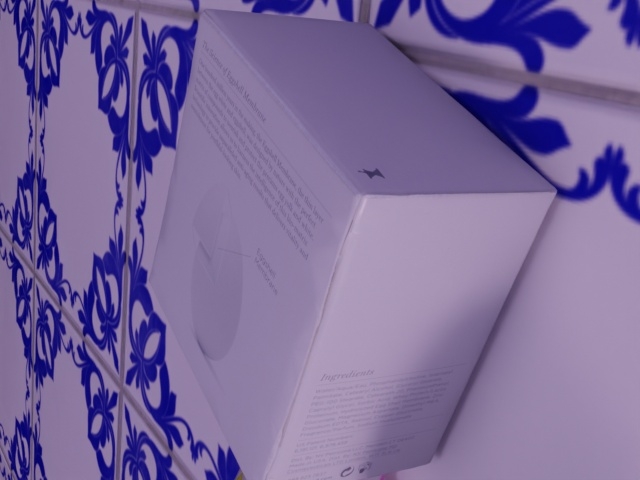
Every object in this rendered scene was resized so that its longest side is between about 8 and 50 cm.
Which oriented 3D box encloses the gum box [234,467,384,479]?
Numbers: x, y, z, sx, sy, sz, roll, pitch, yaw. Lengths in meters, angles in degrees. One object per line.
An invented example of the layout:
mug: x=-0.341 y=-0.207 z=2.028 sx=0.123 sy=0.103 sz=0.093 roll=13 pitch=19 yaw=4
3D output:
gum box: x=-0.034 y=0.222 z=0.648 sx=0.107 sy=0.062 sz=0.188 roll=-18 pitch=40 yaw=59

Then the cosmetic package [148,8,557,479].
cosmetic package: x=0.000 y=0.000 z=0.588 sx=0.224 sy=0.138 sz=0.224 roll=54 pitch=138 yaw=43
